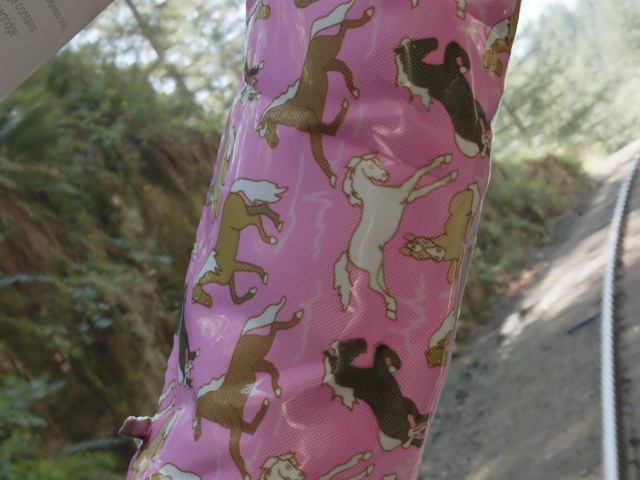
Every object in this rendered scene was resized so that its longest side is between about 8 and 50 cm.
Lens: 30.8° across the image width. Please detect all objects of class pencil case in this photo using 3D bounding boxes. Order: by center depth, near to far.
[{"bbox_3d":[0.000,0.000,0.663,0.167,0.386,0.160,14,1,-16],"label":"pencil case"}]

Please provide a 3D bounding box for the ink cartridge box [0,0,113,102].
[{"bbox_3d":[-0.125,-0.206,0.435,0.283,0.207,0.117,-45,-13,-9],"label":"ink cartridge box"}]
